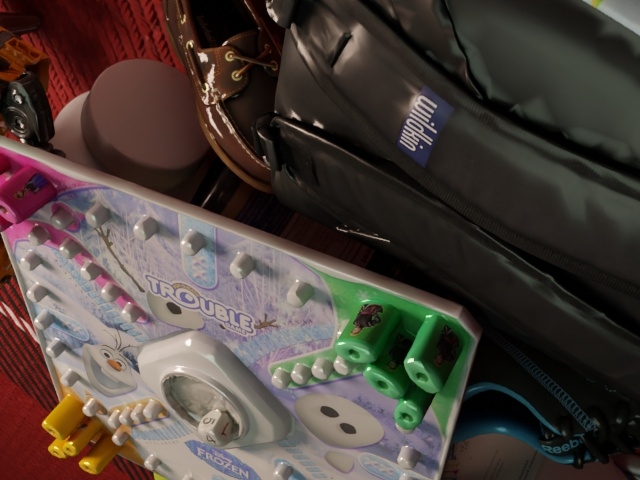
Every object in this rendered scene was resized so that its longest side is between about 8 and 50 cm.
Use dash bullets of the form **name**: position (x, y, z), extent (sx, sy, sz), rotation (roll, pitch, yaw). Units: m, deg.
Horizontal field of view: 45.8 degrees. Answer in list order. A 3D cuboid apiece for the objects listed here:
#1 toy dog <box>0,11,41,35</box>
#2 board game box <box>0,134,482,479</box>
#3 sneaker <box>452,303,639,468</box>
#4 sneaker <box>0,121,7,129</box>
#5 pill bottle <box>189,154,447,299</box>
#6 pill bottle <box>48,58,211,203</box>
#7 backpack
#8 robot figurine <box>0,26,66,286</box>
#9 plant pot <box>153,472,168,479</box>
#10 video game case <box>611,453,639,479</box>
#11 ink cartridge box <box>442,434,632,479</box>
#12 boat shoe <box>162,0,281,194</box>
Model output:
- **toy dog**: position (-0.403, -0.268, 0.732), extent (0.220, 0.161, 0.333), rotation (-19, 101, 51)
- **board game box**: position (-0.095, 0.134, 0.613), extent (0.390, 0.050, 0.390), rotation (20, 136, 18)
- **sneaker**: position (0.243, 0.128, 0.597), extent (0.341, 0.139, 0.125), rotation (-1, 126, 38)
- **sneaker**: position (-0.481, -0.198, 0.819), extent (0.305, 0.152, 0.114), rotation (20, 176, -39)
- **pill bottle**: position (0.000, 0.000, 0.658), extent (0.219, 0.122, 0.123), rotation (33, 144, -15)
- **pill bottle**: position (-0.202, -0.056, 0.752), extent (0.152, 0.152, 0.272), rotation (42, 142, -6)
- **backpack**: position (0.168, -0.049, 0.410), extent (0.355, 0.273, 0.290), rotation (44, 149, 25)
- **robot figurine**: position (-0.311, -0.084, 0.644), extent (0.211, 0.085, 0.291), rotation (32, 134, -1)
- **plant pot**: position (-0.058, 0.202, 0.853), extent (0.228, 0.227, 0.207), rotation (7, 128, 33)
- **video game case**: position (0.292, 0.276, 0.806), extent (0.190, 0.022, 0.173), rotation (6, 133, 34)
- **ink cartridge box**: position (0.178, 0.296, 0.763), extent (0.171, 0.168, 0.233), rotation (47, 143, -12)
- **boat shoe**: position (-0.066, -0.132, 0.572), extent (0.207, 0.073, 0.073), rotation (59, 152, 18)
